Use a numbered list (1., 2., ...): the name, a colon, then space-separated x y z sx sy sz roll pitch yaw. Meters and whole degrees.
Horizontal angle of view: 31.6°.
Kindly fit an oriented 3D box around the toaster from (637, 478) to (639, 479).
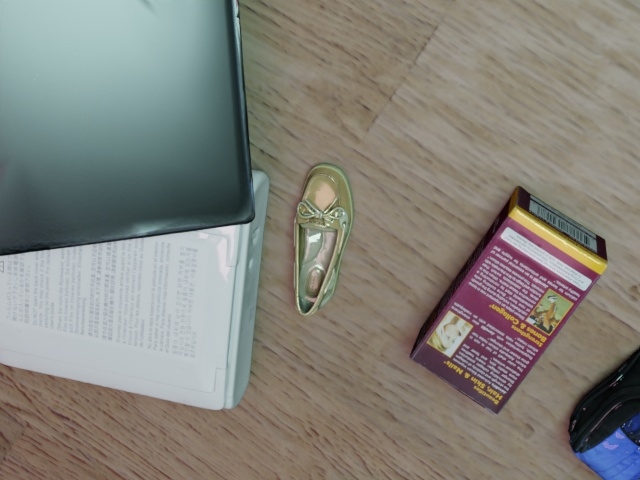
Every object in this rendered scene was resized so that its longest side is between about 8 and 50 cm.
1. toaster: 0.313 0.329 1.125 0.227 0.129 0.146 -17 99 20

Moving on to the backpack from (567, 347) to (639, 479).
1. backpack: 0.306 0.183 1.093 0.101 0.098 0.120 45 111 -7

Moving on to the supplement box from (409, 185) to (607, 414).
1. supplement box: 0.181 0.058 1.090 0.104 0.081 0.188 33 112 1

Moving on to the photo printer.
1. photo printer: -0.216 0.027 1.162 0.307 0.107 0.256 10 109 11

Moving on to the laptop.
1. laptop: -0.301 -0.195 1.048 0.408 0.236 0.382 9 110 40

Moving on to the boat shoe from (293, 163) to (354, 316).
1. boat shoe: -0.002 0.000 1.133 0.056 0.048 0.153 14 110 9
